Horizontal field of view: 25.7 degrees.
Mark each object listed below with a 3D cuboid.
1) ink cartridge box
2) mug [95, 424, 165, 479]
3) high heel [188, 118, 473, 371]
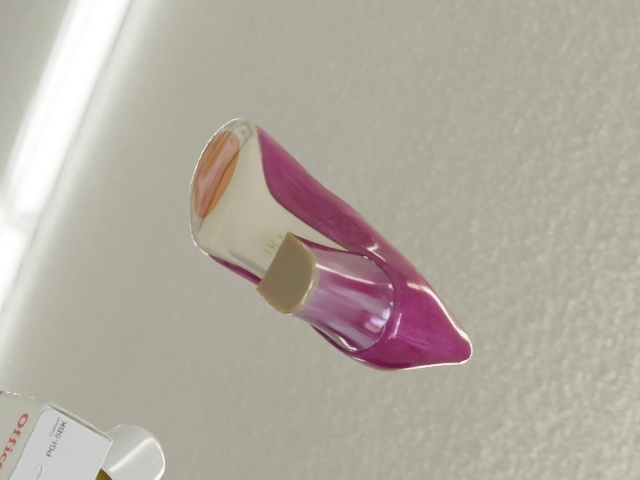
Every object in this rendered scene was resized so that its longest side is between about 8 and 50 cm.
[{"bbox_3d":[-0.200,0.143,0.840,0.135,0.056,0.099,4,-117,48],"label":"ink cartridge box"},{"bbox_3d":[-0.144,0.161,0.962,0.078,0.062,0.064,-32,-175,38],"label":"mug"},{"bbox_3d":[0.000,0.000,0.839,0.082,0.117,0.244,-62,-151,7],"label":"high heel"}]
